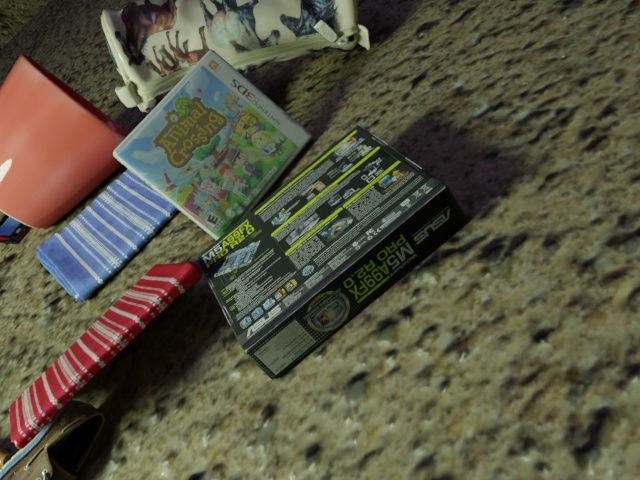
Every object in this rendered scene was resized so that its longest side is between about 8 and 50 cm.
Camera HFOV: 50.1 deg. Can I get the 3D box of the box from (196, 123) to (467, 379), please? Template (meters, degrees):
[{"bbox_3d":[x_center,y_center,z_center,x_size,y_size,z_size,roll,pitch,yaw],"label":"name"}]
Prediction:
[{"bbox_3d":[0.000,0.000,0.788,0.270,0.060,0.216,-40,34,-2],"label":"box"}]

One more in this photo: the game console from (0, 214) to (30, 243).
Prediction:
[{"bbox_3d":[-0.669,-0.036,1.402,0.144,0.085,0.124,1,51,42],"label":"game console"}]

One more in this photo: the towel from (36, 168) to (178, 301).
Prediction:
[{"bbox_3d":[-0.327,-0.058,1.162,0.336,0.040,0.243,-47,37,-13],"label":"towel"}]

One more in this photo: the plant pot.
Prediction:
[{"bbox_3d":[-0.524,-0.172,1.294,0.243,0.275,0.275,-50,36,-1],"label":"plant pot"}]

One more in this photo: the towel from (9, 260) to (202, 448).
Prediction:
[{"bbox_3d":[-0.265,0.126,0.840,0.275,0.031,0.199,-47,16,-20],"label":"towel"}]

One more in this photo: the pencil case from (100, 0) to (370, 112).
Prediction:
[{"bbox_3d":[-0.134,-0.328,1.076,0.410,0.159,0.183,-20,49,-12],"label":"pencil case"}]

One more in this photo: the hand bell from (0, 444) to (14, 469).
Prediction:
[{"bbox_3d":[-0.498,0.277,0.913,0.242,0.126,0.126,2,50,26],"label":"hand bell"}]

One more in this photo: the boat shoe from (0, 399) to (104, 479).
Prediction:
[{"bbox_3d":[-0.310,0.261,0.767,0.066,0.066,0.183,-5,47,37],"label":"boat shoe"}]

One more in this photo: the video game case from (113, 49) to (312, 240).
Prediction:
[{"bbox_3d":[-0.147,-0.135,0.967,0.212,0.193,0.023,-52,7,-18],"label":"video game case"}]
